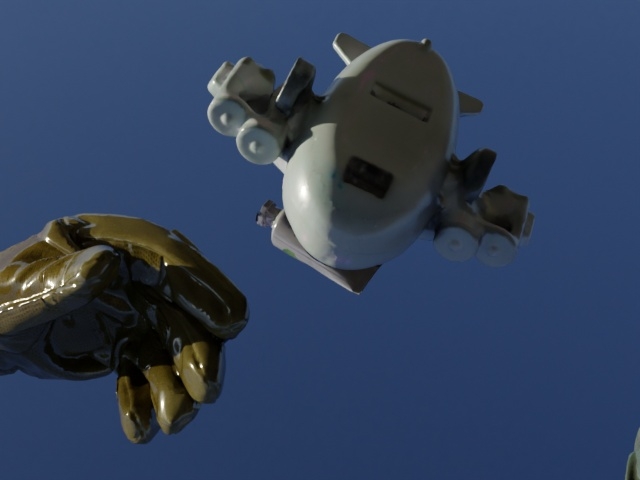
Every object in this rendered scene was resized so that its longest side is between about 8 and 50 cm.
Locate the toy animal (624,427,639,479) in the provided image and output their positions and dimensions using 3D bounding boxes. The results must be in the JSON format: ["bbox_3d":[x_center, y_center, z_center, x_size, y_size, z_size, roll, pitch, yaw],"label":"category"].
[{"bbox_3d":[0.352,0.219,1.156,0.236,0.108,0.138,6,-126,17],"label":"toy animal"}]

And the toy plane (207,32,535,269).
[{"bbox_3d":[0.040,-0.066,1.057,0.267,0.122,0.267,17,-144,-13],"label":"toy plane"}]

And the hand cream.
[{"bbox_3d":[0.000,0.000,1.486,0.142,0.053,0.084,27,-126,16],"label":"hand cream"}]

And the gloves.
[{"bbox_3d":[-0.177,0.057,1.064,0.331,0.154,0.141,-4,-159,34],"label":"gloves"}]
